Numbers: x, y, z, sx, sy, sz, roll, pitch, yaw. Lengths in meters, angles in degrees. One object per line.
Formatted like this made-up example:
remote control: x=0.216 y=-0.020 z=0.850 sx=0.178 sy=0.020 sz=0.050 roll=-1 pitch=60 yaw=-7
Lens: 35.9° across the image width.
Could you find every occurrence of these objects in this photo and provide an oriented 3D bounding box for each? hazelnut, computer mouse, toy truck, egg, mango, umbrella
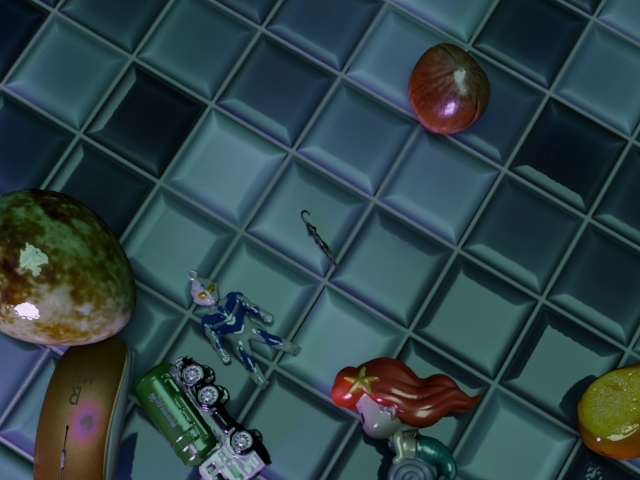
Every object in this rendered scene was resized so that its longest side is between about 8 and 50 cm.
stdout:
hazelnut: x=0.217 y=-0.259 z=1.685 sx=0.150 sy=0.150 sz=0.150 roll=0 pitch=78 yaw=-1
computer mouse: x=-0.376 y=0.303 z=1.568 sx=0.158 sy=0.072 sz=0.310 roll=0 pitch=76 yaw=33
toy truck: x=-0.190 y=0.293 z=1.584 sx=0.125 sy=0.101 sz=0.242 roll=-39 pitch=79 yaw=-4
egg: x=-0.425 y=0.047 z=1.560 sx=0.289 sy=0.238 sz=0.238 roll=26 pitch=79 yaw=-11
mango: x=0.515 y=0.270 z=1.607 sx=0.217 sy=0.102 sz=0.141 roll=-35 pitch=58 yaw=-11
umbrella: x=-0.003 y=0.001 z=1.692 sx=0.022 sy=0.013 sz=0.122 roll=-24 pitch=78 yaw=-28

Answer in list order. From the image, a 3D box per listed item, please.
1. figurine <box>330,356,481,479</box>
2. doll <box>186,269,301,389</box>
figurine: x=0.146 y=0.301 z=1.563 sx=0.208 sy=0.181 sz=0.257 roll=-27 pitch=75 yaw=34
doll: x=-0.146 y=0.138 z=1.639 sx=0.227 sy=0.057 sz=0.114 roll=44 pitch=85 yaw=5
